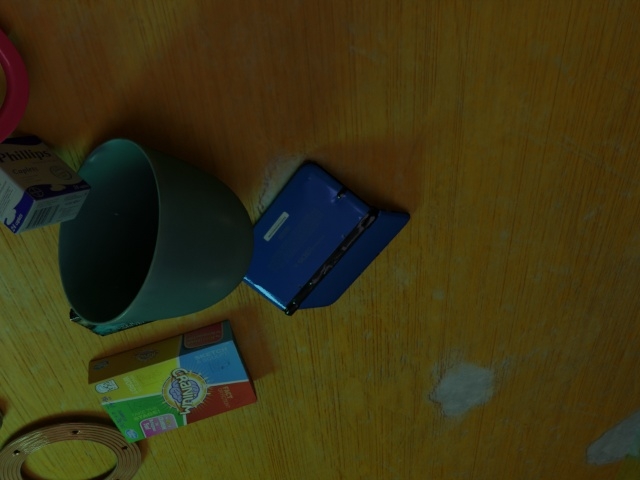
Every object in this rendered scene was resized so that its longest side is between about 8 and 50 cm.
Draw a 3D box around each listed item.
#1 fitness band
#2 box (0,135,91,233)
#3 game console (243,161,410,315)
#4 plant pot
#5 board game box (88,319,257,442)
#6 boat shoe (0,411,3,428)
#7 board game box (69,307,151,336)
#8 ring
[{"bbox_3d":[-0.536,-0.238,0.834,0.291,0.054,0.208,39,68,-39],"label":"fitness band"},{"bbox_3d":[-0.454,-0.090,0.977,0.137,0.126,0.072,41,113,7],"label":"box"},{"bbox_3d":[0.000,0.000,1.310,0.250,0.173,0.293,38,112,-5],"label":"game console"},{"bbox_3d":[-0.255,-0.001,1.060,0.235,0.293,0.293,11,126,-48],"label":"plant pot"},{"bbox_3d":[-0.326,0.324,1.439,0.317,0.064,0.242,-17,132,-5],"label":"board game box"},{"bbox_3d":[-0.806,0.460,1.300,0.321,0.103,0.118,-29,132,-31],"label":"boat shoe"},{"bbox_3d":[-0.377,0.138,1.251,0.186,0.026,0.126,-17,154,5],"label":"board game box"},{"bbox_3d":[-0.611,0.542,1.545,0.337,0.032,0.336,-9,131,-11],"label":"ring"}]
